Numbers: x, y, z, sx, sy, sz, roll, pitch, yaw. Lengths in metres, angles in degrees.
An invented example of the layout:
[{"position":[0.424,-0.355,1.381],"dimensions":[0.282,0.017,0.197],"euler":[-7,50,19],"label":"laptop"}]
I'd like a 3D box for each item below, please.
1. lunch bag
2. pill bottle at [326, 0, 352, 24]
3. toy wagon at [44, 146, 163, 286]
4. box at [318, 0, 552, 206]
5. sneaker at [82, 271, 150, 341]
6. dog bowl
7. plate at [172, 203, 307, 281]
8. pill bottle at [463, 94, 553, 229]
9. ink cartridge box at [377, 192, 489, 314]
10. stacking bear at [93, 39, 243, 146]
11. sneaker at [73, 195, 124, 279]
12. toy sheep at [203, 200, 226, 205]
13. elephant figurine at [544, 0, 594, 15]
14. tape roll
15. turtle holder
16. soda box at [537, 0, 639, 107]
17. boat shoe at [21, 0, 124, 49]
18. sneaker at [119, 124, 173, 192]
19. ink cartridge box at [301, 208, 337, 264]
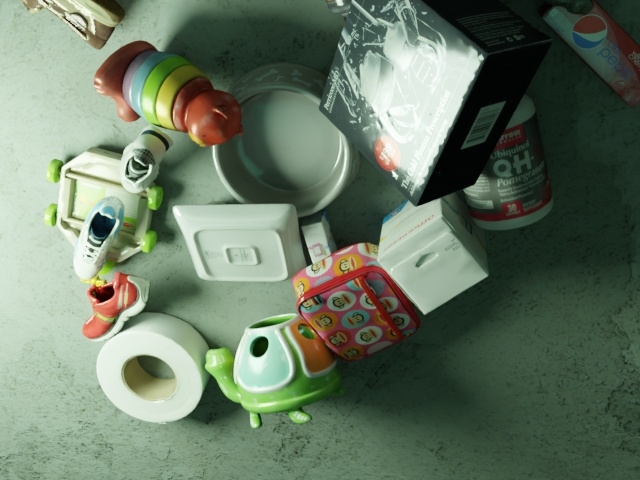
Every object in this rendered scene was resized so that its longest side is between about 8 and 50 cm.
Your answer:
[{"position":[0.101,0.138,1.729],"dimensions":[0.258,0.120,0.293],"euler":[-26,134,12],"label":"lunch bag"},{"position":[0.055,-0.529,1.457],"dimensions":[0.130,0.130,0.245],"euler":[-15,112,16],"label":"pill bottle"},{"position":[-0.524,-0.049,1.812],"dimensions":[0.267,0.068,0.344],"euler":[15,117,2],"label":"toy wagon"},{"position":[0.190,-0.300,1.390],"dimensions":[0.312,0.179,0.343],"euler":[49,140,27],"label":"box"},{"position":[-0.526,0.152,1.855],"dimensions":[0.118,0.107,0.279],"euler":[28,131,-29],"label":"sneaker"},{"position":[-0.078,-0.205,1.648],"dimensions":[0.349,0.102,0.349],"euler":[3,115,7],"label":"dog bowl"},{"position":[-0.180,0.020,1.734],"dimensions":[0.278,0.045,0.277],"euler":[0,143,7],"label":"plate"},{"position":[0.361,-0.196,1.541],"dimensions":[0.176,0.176,0.318],"euler":[-13,113,15],"label":"pill bottle"},{"position":[0.243,0.007,1.624],"dimensions":[0.171,0.232,0.168],"euler":[-36,105,23],"label":"ink cartridge box"},{"position":[-0.289,-0.288,1.554],"dimensions":[0.289,0.175,0.164],"euler":[29,77,23],"label":"stacking bear"},{"position":[-0.524,0.001,1.751],"dimensions":[0.085,0.086,0.237],"euler":[27,118,-6],"label":"sneaker"},{"position":[-0.242,-0.049,1.754],"dimensions":[0.091,0.091,0.132],"euler":[46,137,-13],"label":"toy sheep"},{"position":[0.378,-0.524,1.398],"dimensions":[0.239,0.169,0.186],"euler":[-1,130,16],"label":"elephant figurine"},{"position":[-0.428,0.332,1.959],"dimensions":[0.286,0.100,0.286],"euler":[3,115,7],"label":"tape roll"},{"position":[-0.107,0.303,1.846],"dimensions":[0.320,0.243,0.227],"euler":[-5,103,55],"label":"turtle holder"},{"position":[0.549,-0.384,1.474],"dimensions":[0.263,0.083,0.092],"euler":[40,114,-10],"label":"soda box"},{"position":[-0.583,-0.524,1.570],"dimensions":[0.342,0.123,0.123],"euler":[32,115,-14],"label":"boat shoe"},{"position":[-0.394,-0.155,1.618],"dimensions":[0.090,0.095,0.235],"euler":[28,148,-11],"label":"sneaker"},{"position":[0.000,0.000,1.739],"dimensions":[0.052,0.088,0.122],"euler":[-12,113,11],"label":"ink cartridge box"}]
